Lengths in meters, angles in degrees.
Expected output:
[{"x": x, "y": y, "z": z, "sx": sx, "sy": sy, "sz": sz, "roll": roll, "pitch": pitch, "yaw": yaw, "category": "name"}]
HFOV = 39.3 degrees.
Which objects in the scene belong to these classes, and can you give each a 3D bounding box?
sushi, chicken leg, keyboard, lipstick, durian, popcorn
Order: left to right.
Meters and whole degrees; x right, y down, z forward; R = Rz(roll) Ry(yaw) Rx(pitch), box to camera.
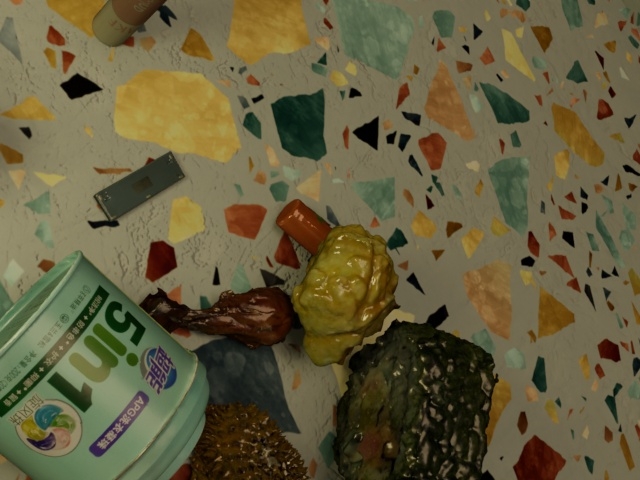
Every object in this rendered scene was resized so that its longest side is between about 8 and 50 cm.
[{"x": -0.308, "y": -0.410, "z": 1.519, "sx": 0.070, "sy": 0.254, "sz": 0.070, "roll": 11, "pitch": 71, "yaw": -34, "category": "lipstick"}, {"x": -0.315, "y": -0.096, "z": 1.574, "sx": 0.176, "sy": 0.014, "sz": 0.055, "roll": -38, "pitch": 100, "yaw": -37, "category": "keyboard"}, {"x": -0.175, "y": 0.137, "z": 1.569, "sx": 0.304, "sy": 0.093, "sz": 0.113, "roll": 2, "pitch": 86, "yaw": -32, "category": "chicken leg"}, {"x": -0.111, "y": 0.393, "z": 1.511, "sx": 0.250, "sy": 0.138, "sz": 0.183, "roll": 56, "pitch": 44, "yaw": -17, "category": "durian"}, {"x": 0.051, "y": 0.103, "z": 1.632, "sx": 0.192, "sy": 0.233, "sz": 0.266, "roll": 15, "pitch": 92, "yaw": 6, "category": "popcorn"}, {"x": 0.156, "y": 0.330, "z": 1.618, "sx": 0.178, "sy": 0.294, "sz": 0.352, "roll": 24, "pitch": 61, "yaw": -26, "category": "sushi"}]

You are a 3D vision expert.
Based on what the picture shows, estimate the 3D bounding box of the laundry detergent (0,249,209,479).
[{"x": -0.335, "y": 0.219, "z": 1.294, "sx": 0.305, "sy": 0.287, "sz": 0.287, "roll": 45, "pitch": 55, "yaw": -16, "category": "laundry detergent"}]

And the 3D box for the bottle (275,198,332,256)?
[{"x": 0.000, "y": 0.000, "z": 1.745, "sx": 0.187, "sy": 0.069, "sz": 0.069, "roll": 42, "pitch": 56, "yaw": -21, "category": "bottle"}]
